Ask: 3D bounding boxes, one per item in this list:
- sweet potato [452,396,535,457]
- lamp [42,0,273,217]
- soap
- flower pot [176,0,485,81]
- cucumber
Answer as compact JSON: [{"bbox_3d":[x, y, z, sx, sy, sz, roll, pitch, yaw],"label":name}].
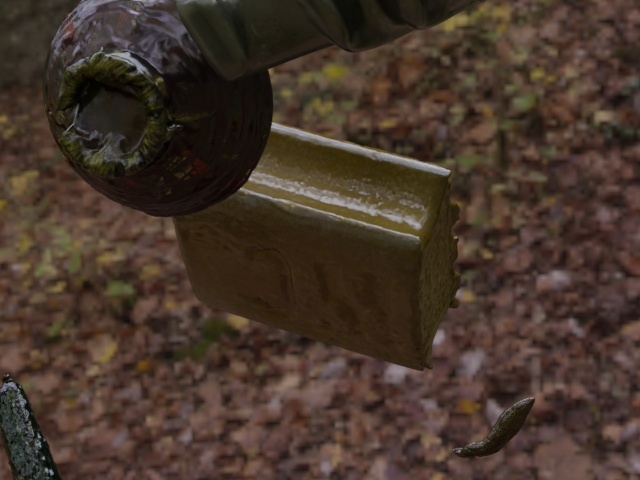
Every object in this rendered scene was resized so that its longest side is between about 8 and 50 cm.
[{"bbox_3d":[0.261,0.282,2.034,0.038,0.153,0.041,24,32,-49],"label":"sweet potato"},{"bbox_3d":[-0.162,-0.140,1.353,0.247,0.247,0.247,-2,17,1],"label":"lamp"},{"bbox_3d":[0.000,0.000,1.702,0.335,0.293,0.156,17,62,14],"label":"soap"},{"bbox_3d":[0.076,-0.261,1.106,0.367,0.165,0.254,-40,19,-28],"label":"flower pot"},{"bbox_3d":[-0.375,0.311,1.832,0.067,0.294,0.067,-24,-20,-9],"label":"cucumber"}]
